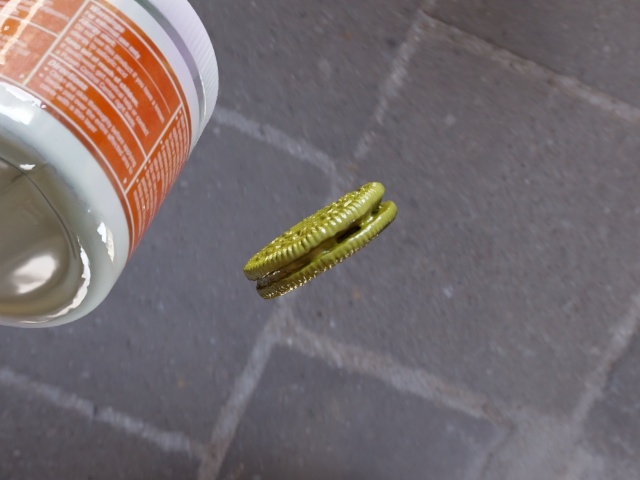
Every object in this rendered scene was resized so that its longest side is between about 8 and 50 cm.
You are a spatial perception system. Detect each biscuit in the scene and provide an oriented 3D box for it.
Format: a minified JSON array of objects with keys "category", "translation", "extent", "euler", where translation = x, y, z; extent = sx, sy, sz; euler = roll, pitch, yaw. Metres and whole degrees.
[{"category":"biscuit","translation":[0.000,0.000,0.745],"extent":[0.084,0.084,0.023],"euler":[-33,96,4]}]

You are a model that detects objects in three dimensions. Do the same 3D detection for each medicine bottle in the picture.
[{"category":"medicine bottle","translation":[-0.239,-0.091,1.209],"extent":[0.253,0.241,0.252],"euler":[14,137,14]}]
